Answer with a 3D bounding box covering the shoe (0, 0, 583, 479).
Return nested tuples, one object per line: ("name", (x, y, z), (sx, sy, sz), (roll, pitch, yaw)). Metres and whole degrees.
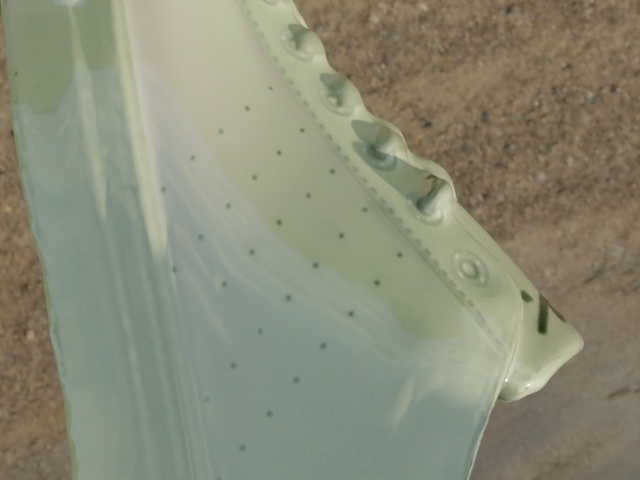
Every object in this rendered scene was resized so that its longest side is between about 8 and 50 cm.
("shoe", (0.000, 0.000, 0.375), (0.160, 0.362, 0.132), (-9, 167, 1))
